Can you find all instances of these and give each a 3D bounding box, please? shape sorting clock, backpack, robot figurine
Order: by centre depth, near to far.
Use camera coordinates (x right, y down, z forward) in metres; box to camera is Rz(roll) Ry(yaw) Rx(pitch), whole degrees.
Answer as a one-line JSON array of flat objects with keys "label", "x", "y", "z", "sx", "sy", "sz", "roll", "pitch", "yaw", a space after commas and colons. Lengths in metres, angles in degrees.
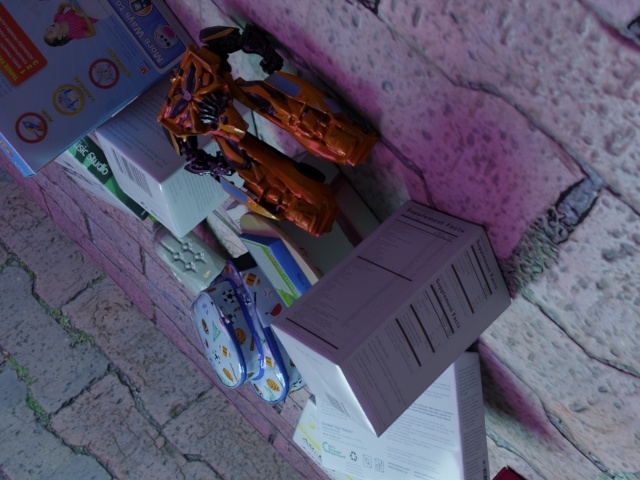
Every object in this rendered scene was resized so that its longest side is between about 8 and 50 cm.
[{"label": "robot figurine", "x": -0.082, "y": -0.142, "z": 1.196, "sx": 0.291, "sy": 0.211, "sz": 0.085, "roll": 33, "pitch": -158, "yaw": 17}, {"label": "shape sorting clock", "x": -0.037, "y": 0.046, "z": 1.269, "sx": 0.206, "sy": 0.040, "sz": 0.206, "roll": 49, "pitch": 166, "yaw": 17}, {"label": "backpack", "x": -0.101, "y": 0.158, "z": 1.718, "sx": 0.263, "sy": 0.213, "sz": 0.276, "roll": 58, "pitch": 162, "yaw": 4}]

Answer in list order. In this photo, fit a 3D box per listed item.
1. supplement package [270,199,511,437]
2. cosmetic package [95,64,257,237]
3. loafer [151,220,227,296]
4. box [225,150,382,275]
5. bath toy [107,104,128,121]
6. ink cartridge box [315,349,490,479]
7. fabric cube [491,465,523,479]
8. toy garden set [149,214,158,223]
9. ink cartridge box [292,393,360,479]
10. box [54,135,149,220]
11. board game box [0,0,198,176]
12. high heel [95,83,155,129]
[{"label": "supplement package", "x": 0.090, "y": 0.088, "z": 1.155, "sx": 0.139, "sy": 0.244, "sz": 0.133, "roll": 26, "pitch": 151, "yaw": 49}, {"label": "cosmetic package", "x": -0.208, "y": -0.138, "z": 1.447, "sx": 0.151, "sy": 0.184, "sz": 0.151, "roll": 39, "pitch": 158, "yaw": 25}, {"label": "loafer", "x": -0.241, "y": 0.068, "z": 2.039, "sx": 0.319, "sy": 0.112, "sz": 0.111, "roll": 53, "pitch": 175, "yaw": -36}, {"label": "box", "x": 0.000, "y": 0.000, "z": 1.357, "sx": 0.232, "sy": 0.127, "sz": 0.149, "roll": 52, "pitch": 160, "yaw": -11}, {"label": "bath toy", "x": -0.375, "y": -0.287, "z": 1.605, "sx": 0.151, "sy": 0.129, "sz": 0.348, "roll": 30, "pitch": 154, "yaw": 42}, {"label": "ink cartridge box", "x": 0.113, "y": 0.230, "z": 1.493, "sx": 0.324, "sy": 0.071, "sz": 0.330, "roll": 6, "pitch": 105, "yaw": 49}, {"label": "fabric cube", "x": 0.335, "y": 0.591, "z": 1.590, "sx": 0.258, "sy": 0.259, "sz": 0.254, "roll": 34, "pitch": 158, "yaw": 36}, {"label": "toy garden set", "x": -0.367, "y": -0.124, "z": 2.035, "sx": 0.203, "sy": 0.049, "sz": 0.244, "roll": 50, "pitch": 162, "yaw": -11}, {"label": "ink cartridge box", "x": 0.105, "y": 0.391, "z": 1.844, "sx": 0.279, "sy": 0.160, "sz": 0.384, "roll": 44, "pitch": 161, "yaw": 11}, {"label": "box", "x": -0.501, "y": -0.178, "z": 1.952, "sx": 0.232, "sy": 0.058, "sz": 0.322, "roll": 24, "pitch": 163, "yaw": 44}, {"label": "board game box", "x": -0.383, "y": -0.299, "z": 1.331, "sx": 0.308, "sy": 0.302, "sz": 0.086, "roll": 54, "pitch": 160, "yaw": -16}, {"label": "high heel", "x": -0.255, "y": -0.239, "z": 1.561, "sx": 0.093, "sy": 0.186, "sz": 0.261, "roll": 25, "pitch": -175, "yaw": 40}]
